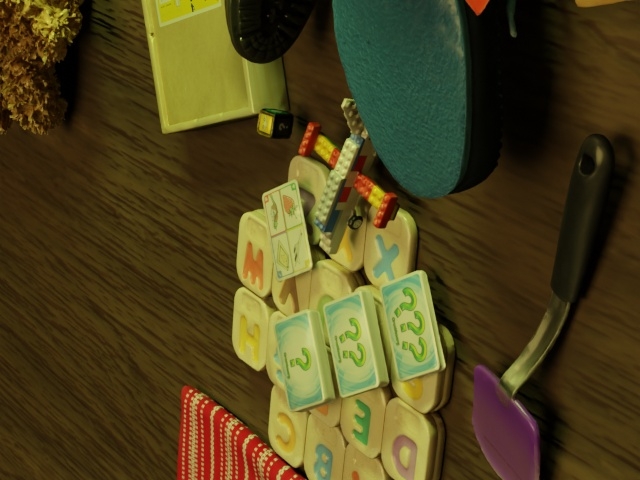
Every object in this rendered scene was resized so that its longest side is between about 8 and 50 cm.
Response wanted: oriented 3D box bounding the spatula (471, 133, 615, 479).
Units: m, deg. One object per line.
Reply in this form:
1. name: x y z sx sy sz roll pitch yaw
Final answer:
1. spatula: 0.150 0.055 1.097 0.084 0.030 0.296 48 136 42

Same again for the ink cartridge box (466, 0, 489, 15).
1. ink cartridge box: 0.054 -0.271 0.905 0.232 0.066 0.189 63 141 29

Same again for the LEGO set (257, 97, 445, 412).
1. LEGO set: 0.000 0.000 1.264 0.182 0.060 0.244 -22 74 49

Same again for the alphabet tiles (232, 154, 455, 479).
1. alphabet tiles: 0.010 0.084 1.329 0.284 0.021 0.278 33 125 48

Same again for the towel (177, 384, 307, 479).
1. towel: -0.062 0.274 1.483 0.275 0.031 0.199 33 124 49

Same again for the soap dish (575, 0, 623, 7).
1. soap dish: 0.208 -0.278 0.837 0.229 0.118 0.291 -1 98 57

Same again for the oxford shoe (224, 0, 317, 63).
1. oxford shoe: -0.044 -0.251 1.271 0.096 0.083 0.227 12 97 58

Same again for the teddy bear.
1. teddy bear: -0.316 -0.229 1.684 0.338 0.113 0.245 121 137 -55

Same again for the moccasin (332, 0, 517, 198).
1. moccasin: 0.081 -0.202 1.057 0.137 0.117 0.342 6 109 47

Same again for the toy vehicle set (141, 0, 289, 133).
1. toy vehicle set: -0.103 -0.231 1.400 0.166 0.035 0.267 -3 96 57
